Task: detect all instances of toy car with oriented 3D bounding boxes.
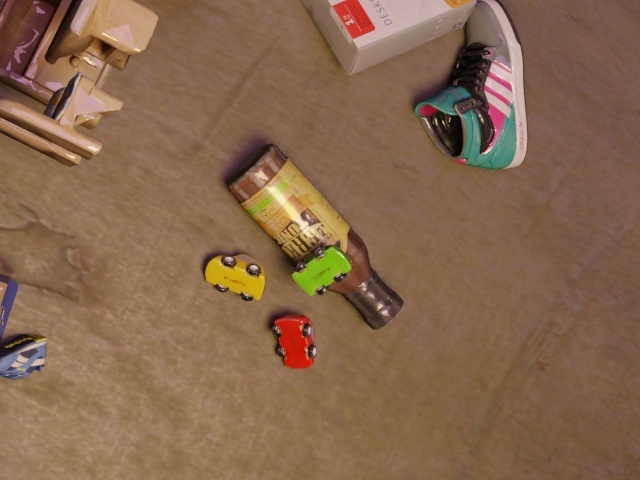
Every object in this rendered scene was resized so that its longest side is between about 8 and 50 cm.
[{"bbox_3d":[-0.035,0.070,1.951,0.239,0.225,0.053,47,32,-13],"label":"toy car"}]

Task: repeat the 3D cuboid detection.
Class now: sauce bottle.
[{"bbox_3d":[0.000,0.000,1.995,0.344,0.111,0.111,46,74,-12],"label":"sauce bottle"}]

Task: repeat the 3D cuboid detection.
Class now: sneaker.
[{"bbox_3d":[0.243,-0.259,2.100,0.178,0.123,0.296,-10,93,-31],"label":"sneaker"},{"bbox_3d":[-0.455,0.181,1.819,0.144,0.053,0.059,-18,115,-54],"label":"sneaker"}]

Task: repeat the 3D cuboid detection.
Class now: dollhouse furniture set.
[{"bbox_3d":[-0.379,-0.315,1.710,0.256,0.394,0.362,27,79,-18],"label":"dollhouse furniture set"}]

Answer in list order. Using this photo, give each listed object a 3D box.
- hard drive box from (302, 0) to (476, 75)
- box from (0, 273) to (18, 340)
[{"bbox_3d":[0.107,-0.400,2.035,0.232,0.089,0.181,-26,76,-20],"label":"hard drive box"},{"bbox_3d":[-0.533,0.094,1.777,0.225,0.036,0.136,25,78,-47],"label":"box"}]
